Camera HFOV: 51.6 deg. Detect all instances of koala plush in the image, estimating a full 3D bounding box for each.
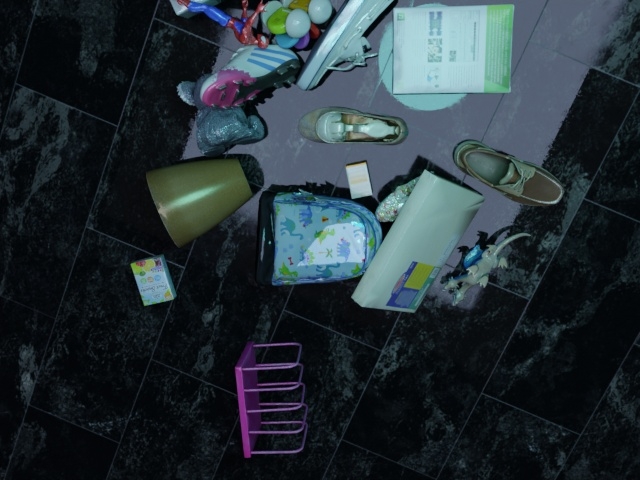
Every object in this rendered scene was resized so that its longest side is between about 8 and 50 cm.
[{"bbox_3d":[-0.289,-0.369,1.853,0.196,0.203,0.221,-17,89,9],"label":"koala plush"}]

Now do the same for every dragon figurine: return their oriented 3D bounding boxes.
[{"bbox_3d":[0.469,0.066,1.918,0.085,0.144,0.289,42,84,-3],"label":"dragon figurine"}]

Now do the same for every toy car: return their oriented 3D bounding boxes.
[{"bbox_3d":[-0.060,-0.589,1.790,0.182,0.159,0.136,-41,140,-23],"label":"toy car"}]

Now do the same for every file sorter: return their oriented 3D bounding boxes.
[{"bbox_3d":[-0.139,0.477,2.017,0.182,0.202,0.290,-3,103,5],"label":"file sorter"}]

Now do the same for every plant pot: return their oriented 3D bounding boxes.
[{"bbox_3d":[-0.333,-0.135,1.901,0.255,0.237,0.237,-23,100,-5],"label":"plant pot"}]

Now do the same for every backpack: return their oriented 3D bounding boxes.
[{"bbox_3d":[0.000,0.000,1.884,0.356,0.273,0.289,4,89,-9],"label":"backpack"}]

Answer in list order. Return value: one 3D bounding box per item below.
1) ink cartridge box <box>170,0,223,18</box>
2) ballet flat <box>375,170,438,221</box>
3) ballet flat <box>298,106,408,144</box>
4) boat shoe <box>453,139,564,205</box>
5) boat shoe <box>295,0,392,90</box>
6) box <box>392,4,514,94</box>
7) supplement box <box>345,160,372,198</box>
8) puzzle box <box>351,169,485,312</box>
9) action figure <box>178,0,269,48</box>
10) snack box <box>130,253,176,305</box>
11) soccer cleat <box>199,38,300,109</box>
[{"bbox_3d":[-0.303,-0.752,1.791,0.273,0.114,0.196,-23,101,11],"label":"ink cartridge box"},{"bbox_3d":[0.258,-0.120,1.838,0.241,0.077,0.091,-36,135,-26],"label":"ballet flat"},{"bbox_3d":[0.089,-0.319,1.856,0.316,0.106,0.107,1,103,6],"label":"ballet flat"},{"bbox_3d":[0.524,-0.175,1.840,0.325,0.116,0.123,21,104,1],"label":"boat shoe"},{"bbox_3d":[0.087,-0.538,1.799,0.157,0.136,0.367,32,106,-15],"label":"boat shoe"},{"bbox_3d":[0.358,-0.518,1.810,0.322,0.058,0.232,1,103,7],"label":"box"},{"bbox_3d":[0.112,-0.176,1.923,0.062,0.036,0.098,-10,102,8],"label":"supplement box"},{"bbox_3d":[0.275,0.017,1.850,0.052,0.272,0.408,40,107,38],"label":"puzzle box"},{"bbox_3d":[-0.239,-0.611,1.722,0.280,0.091,0.139,33,106,-8],"label":"action figure"},{"bbox_3d":[-0.518,0.123,2.056,0.100,0.037,0.141,-13,102,10],"label":"snack box"},{"bbox_3d":[-0.207,-0.452,1.777,0.143,0.331,0.116,49,143,17],"label":"soccer cleat"}]
